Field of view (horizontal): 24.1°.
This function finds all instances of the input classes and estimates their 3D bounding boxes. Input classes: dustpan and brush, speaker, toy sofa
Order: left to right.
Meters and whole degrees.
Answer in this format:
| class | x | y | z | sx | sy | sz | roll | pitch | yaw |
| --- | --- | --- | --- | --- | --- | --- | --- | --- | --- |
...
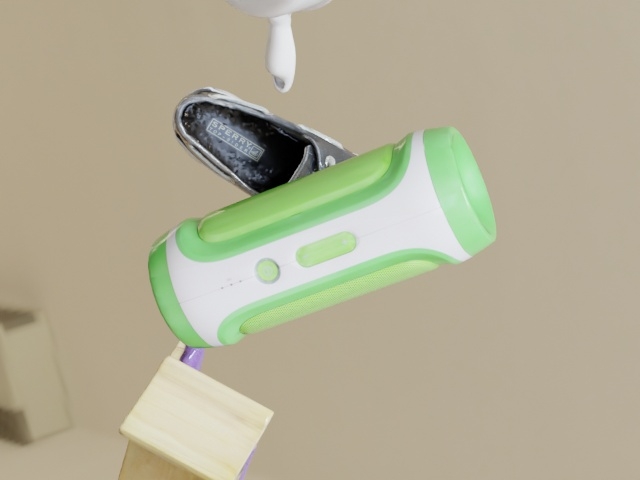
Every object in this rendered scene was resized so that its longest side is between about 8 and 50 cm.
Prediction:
| class | x | y | z | sx | sy | sz | roll | pitch | yaw |
| --- | --- | --- | --- | --- | --- | --- | --- | --- | --- |
| toy sofa | -0.169 | 0.287 | 1.893 | 0.150 | 0.177 | 0.362 | 29 | -38 | 5 |
| dustpan and brush | -0.036 | -0.178 | 1.004 | 0.147 | 0.060 | 0.211 | 29 | -45 | 26 |
| speaker | 0.000 | 0.000 | 1.342 | 0.297 | 0.131 | 0.131 | -20 | -94 | 16 |

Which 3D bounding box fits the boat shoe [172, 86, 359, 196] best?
| class | x | y | z | sx | sy | sz | roll | pitch | yaw |
| --- | --- | --- | --- | --- | --- | --- | --- | --- | --- |
| boat shoe | -0.014 | -0.064 | 1.517 | 0.301 | 0.108 | 0.102 | 32 | 2 | -4 |
